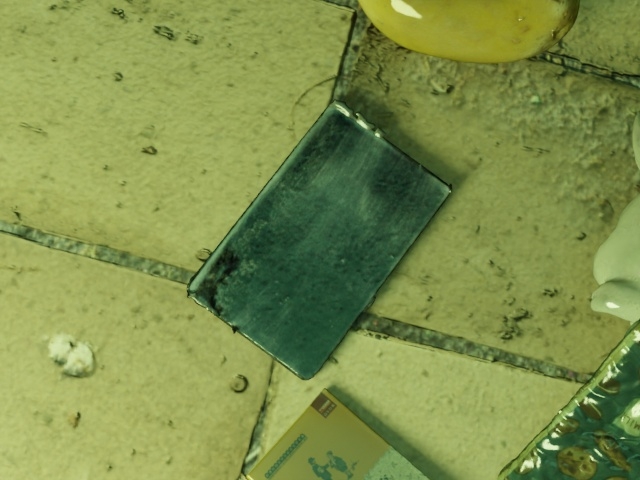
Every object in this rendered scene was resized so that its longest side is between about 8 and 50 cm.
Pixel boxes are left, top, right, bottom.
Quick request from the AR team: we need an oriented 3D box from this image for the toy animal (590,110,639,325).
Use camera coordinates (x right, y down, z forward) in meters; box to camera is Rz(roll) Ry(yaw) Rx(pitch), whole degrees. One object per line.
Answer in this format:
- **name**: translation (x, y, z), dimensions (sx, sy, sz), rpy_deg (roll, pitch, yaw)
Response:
- **toy animal**: translation (0.366, 0.040, 1.594), dimensions (0.209, 0.154, 0.325), rpy_deg (16, 81, -14)

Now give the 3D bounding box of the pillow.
- **pillow**: translation (0.302, 0.209, 1.532), dimensions (0.189, 0.034, 0.255), rpy_deg (37, 119, 3)

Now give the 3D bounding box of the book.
- **book**: translation (0.030, 0.241, 1.575), dimensions (0.172, 0.012, 0.118), rpy_deg (40, 74, 8)

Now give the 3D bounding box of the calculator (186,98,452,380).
- **calculator**: translation (0.000, 0.000, 1.636), dimensions (0.161, 0.021, 0.261), rpy_deg (38, 75, 3)

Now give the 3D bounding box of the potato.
- **potato**: translation (0.147, -0.258, 1.660), dimensions (0.234, 0.146, 0.150), rpy_deg (12, 64, 9)
